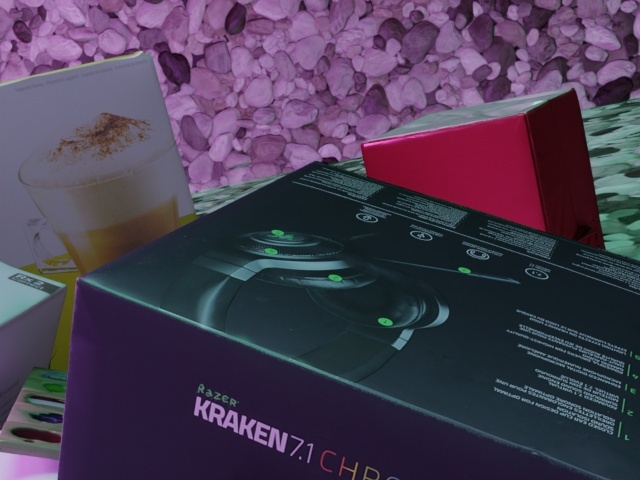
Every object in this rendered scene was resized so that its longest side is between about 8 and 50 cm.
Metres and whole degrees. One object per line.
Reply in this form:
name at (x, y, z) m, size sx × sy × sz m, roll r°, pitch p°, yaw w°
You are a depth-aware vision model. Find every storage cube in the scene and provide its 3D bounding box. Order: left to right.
storage cube at (0.183, -0.045, 0.943) m, size 0.215 × 0.193 × 0.183 m, roll -7°, pitch 13°, yaw 34°

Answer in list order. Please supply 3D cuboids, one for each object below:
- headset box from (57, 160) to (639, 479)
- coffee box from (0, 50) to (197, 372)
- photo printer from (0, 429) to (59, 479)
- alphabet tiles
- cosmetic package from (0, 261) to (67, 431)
headset box at (0.041, 0.076, 0.450) m, size 0.246 × 0.131 × 0.283 m, roll 18°, pitch 21°, yaw 16°
coffee box at (-0.349, 0.004, 0.960) m, size 0.337 × 0.334 × 0.338 m, roll -19°, pitch 12°, yaw -26°
photo printer at (-0.236, 0.199, 0.449) m, size 0.307 × 0.107 × 0.256 m, roll -15°, pitch 11°, yaw -8°
alphabet tiles at (-0.077, 0.126, 0.569) m, size 0.237 × 0.009 × 0.198 m, roll 13°, pitch 0°, yaw -13°
cosmetic package at (-0.305, 0.111, 0.651) m, size 0.151 × 0.184 × 0.151 m, roll 17°, pitch 15°, yaw 3°
